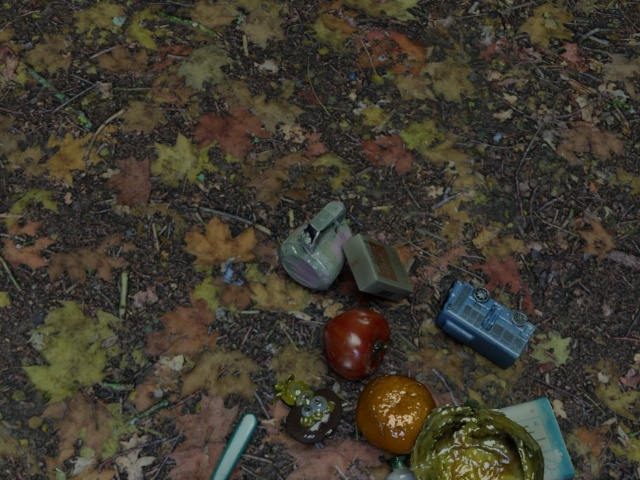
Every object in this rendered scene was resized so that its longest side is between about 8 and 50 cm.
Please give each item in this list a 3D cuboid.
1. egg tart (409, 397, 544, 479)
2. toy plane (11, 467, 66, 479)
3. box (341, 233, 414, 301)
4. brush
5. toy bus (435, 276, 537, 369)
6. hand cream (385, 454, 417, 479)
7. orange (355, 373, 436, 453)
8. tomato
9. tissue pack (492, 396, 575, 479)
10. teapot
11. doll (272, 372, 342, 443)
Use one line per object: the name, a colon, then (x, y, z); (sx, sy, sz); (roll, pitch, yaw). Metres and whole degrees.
egg tart: (0.342, 0.477, 1.692); (0.297, 0.132, 0.297); (1, 70, -2)
toy plane: (-0.586, 0.612, 1.657); (0.256, 0.104, 0.242); (28, 59, 9)
box: (0.147, 0.072, 1.995); (0.058, 0.201, 0.141); (-33, 61, 24)
brush: (-0.201, 0.487, 1.817); (0.043, 0.032, 0.193); (27, 74, 4)
toy bus: (0.409, 0.210, 1.987); (0.234, 0.116, 0.133); (32, 66, 9)
hand cream: (0.217, 0.652, 1.758); (0.121, 0.076, 0.336); (-11, 70, -11)
orange: (0.176, 0.405, 1.826); (0.193, 0.161, 0.193); (3, 46, -3)
tomato: (0.085, 0.240, 1.907); (0.151, 0.187, 0.187); (25, 59, 32)
tissue pack: (0.425, 0.494, 1.827); (0.271, 0.124, 0.201); (-10, 63, -13)
teapot: (-0.011, -0.001, 2.003); (0.163, 0.221, 0.178); (14, 51, 35)
doll: (-0.038, 0.398, 1.848); (0.188, 0.096, 0.145); (23, 53, 18)
